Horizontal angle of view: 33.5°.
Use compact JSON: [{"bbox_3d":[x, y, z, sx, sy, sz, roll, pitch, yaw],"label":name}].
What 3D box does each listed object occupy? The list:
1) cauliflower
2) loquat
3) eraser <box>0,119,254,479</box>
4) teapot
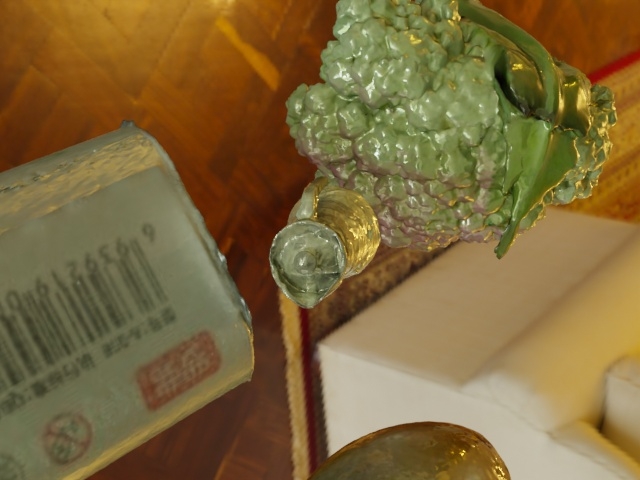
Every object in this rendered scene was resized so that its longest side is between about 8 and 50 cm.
[{"bbox_3d":[0.104,-0.121,0.849,0.239,0.256,0.315,86,4,-49],"label":"cauliflower"},{"bbox_3d":[0.061,0.248,0.872,0.227,0.179,0.179,-31,127,-20],"label":"loquat"},{"bbox_3d":[-0.161,0.049,0.574,0.227,0.081,0.174,-28,92,-36],"label":"eraser"},{"bbox_3d":[0.000,0.000,0.597,0.083,0.057,0.067,-54,139,-71],"label":"teapot"}]
